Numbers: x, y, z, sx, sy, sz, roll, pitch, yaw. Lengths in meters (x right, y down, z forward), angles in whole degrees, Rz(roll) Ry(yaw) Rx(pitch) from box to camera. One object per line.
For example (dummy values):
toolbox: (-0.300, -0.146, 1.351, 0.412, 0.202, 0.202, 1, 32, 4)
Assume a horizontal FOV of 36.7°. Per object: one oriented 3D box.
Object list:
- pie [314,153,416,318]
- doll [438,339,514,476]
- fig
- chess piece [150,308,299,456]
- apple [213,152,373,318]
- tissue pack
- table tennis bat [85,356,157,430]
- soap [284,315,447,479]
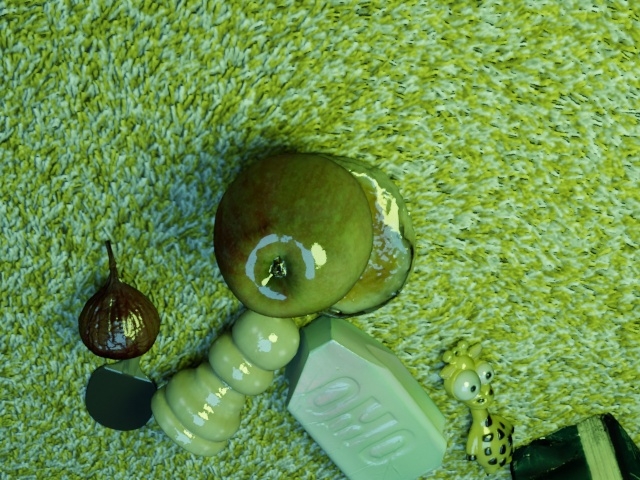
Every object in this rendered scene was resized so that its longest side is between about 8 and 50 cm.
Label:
pie: (0.000, 0.000, 1.671, 0.338, 0.077, 0.339, 4, 116, 8)
doll: (0.300, 0.318, 1.819, 0.117, 0.086, 0.291, -33, 116, -26)
fig: (-0.357, 0.107, 1.719, 0.146, 0.134, 0.201, 4, 110, -10)
chess piece: (-0.157, 0.244, 1.767, 0.167, 0.167, 0.300, 38, 109, -16)
apple: (-0.045, -0.006, 1.505, 0.256, 0.234, 0.257, 4, 110, 10)
tissue pack: (0.517, 0.553, 1.751, 0.253, 0.417, 0.264, -30, 115, 20)
table tennis bat: (-0.377, 0.273, 1.861, 0.138, 0.022, 0.247, 17, 118, -6)
soap: (0.073, 0.304, 1.803, 0.208, 0.115, 0.347, -31, 112, 17)
